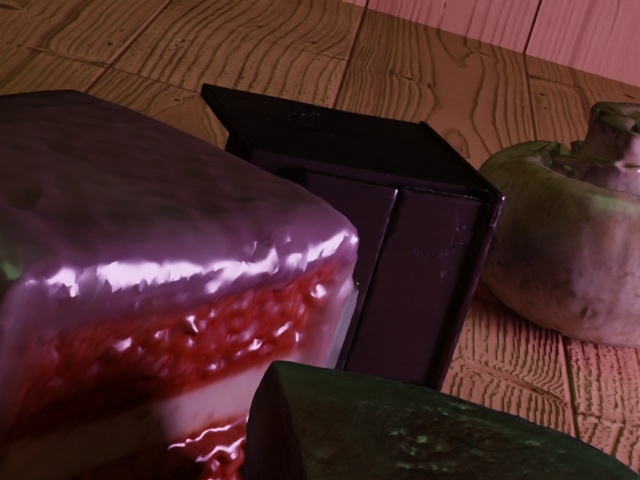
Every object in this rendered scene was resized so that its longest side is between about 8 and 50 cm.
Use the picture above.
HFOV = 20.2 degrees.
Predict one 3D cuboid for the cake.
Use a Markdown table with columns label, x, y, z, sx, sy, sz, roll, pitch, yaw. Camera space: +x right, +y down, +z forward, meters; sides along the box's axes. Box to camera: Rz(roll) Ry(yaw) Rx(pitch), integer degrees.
| label | x | y | z | sx | sy | sz | roll | pitch | yaw |
| --- | --- | --- | --- | --- | --- | --- | --- | --- | --- |
| cake | -0.155 | 0.057 | 0.931 | 0.230 | 0.237 | 0.309 | 28 | 21 | 30 |

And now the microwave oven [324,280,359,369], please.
| label | x | y | z | sx | sy | sz | roll | pitch | yaw |
| --- | --- | --- | --- | --- | --- | --- | --- | --- | --- |
| microwave oven | -0.103 | 0.042 | 1.181 | 0.205 | 0.129 | 0.163 | 24 | 13 | 24 |

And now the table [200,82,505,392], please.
| label | x | y | z | sx | sy | sz | roll | pitch | yaw |
| --- | --- | --- | --- | --- | --- | --- | --- | --- | --- |
| table | 0.000 | 0.000 | 1.343 | 0.193 | 0.169 | 0.172 | 10 | 19 | -21 |

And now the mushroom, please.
| label | x | y | z | sx | sy | sz | roll | pitch | yaw |
| --- | --- | --- | --- | --- | --- | --- | --- | --- | --- |
| mushroom | 0.232 | -0.012 | 1.546 | 0.253 | 0.195 | 0.189 | 23 | 23 | 29 |

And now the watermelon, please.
| label | x | y | z | sx | sy | sz | roll | pitch | yaw |
| --- | --- | --- | --- | --- | --- | --- | --- | --- | --- |
| watermelon | 0.035 | 0.189 | 0.844 | 0.261 | 0.213 | 0.201 | 19 | 34 | 27 |
